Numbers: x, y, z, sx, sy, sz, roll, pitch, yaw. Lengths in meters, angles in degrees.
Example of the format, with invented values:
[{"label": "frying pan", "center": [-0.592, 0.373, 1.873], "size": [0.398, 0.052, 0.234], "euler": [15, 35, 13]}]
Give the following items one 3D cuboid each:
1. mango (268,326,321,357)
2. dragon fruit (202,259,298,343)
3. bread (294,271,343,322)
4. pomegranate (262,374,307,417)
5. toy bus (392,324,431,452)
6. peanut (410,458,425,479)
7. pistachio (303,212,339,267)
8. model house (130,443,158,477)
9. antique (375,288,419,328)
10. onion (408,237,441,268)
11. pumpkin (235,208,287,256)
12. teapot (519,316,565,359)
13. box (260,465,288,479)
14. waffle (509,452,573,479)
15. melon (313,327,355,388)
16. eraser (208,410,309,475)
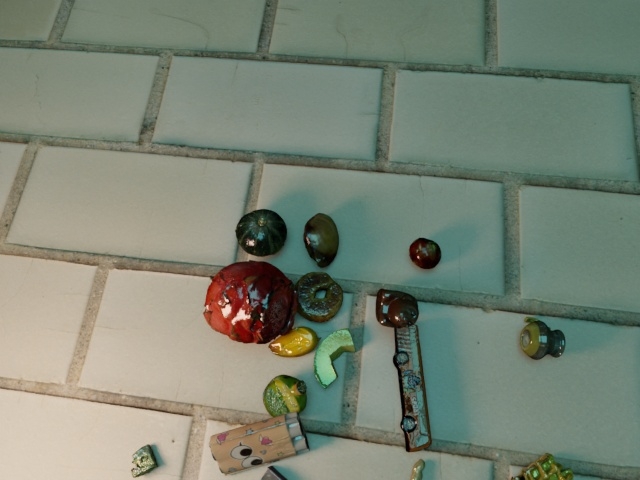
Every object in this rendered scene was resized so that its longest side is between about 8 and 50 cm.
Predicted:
[{"label": "mango", "center": [-0.089, 0.357, 1.927], "size": [0.187, 0.066, 0.101], "euler": [-18, 76, 3]}, {"label": "dragon fruit", "center": [-0.237, 0.212, 1.872], "size": [0.302, 0.295, 0.295], "euler": [-6, 67, 24]}, {"label": "bread", "center": [-0.011, 0.204, 1.983], "size": [0.193, 0.064, 0.193], "euler": [0, 65, 0]}, {"label": "pomegranate", "center": [-0.103, 0.507, 1.834], "size": [0.169, 0.122, 0.143], "euler": [-42, 79, 18]}, {"label": "toy bus", "center": [0.297, 0.482, 1.831], "size": [0.092, 0.093, 0.408], "euler": [-4, 70, 0]}, {"label": "peanut", "center": [0.308, 0.737, 1.759], "size": [0.037, 0.037, 0.083], "euler": [19, 74, 12]}, {"label": "pistachio", "center": [0.000, 0.000, 2.031], "size": [0.165, 0.130, 0.210], "euler": [13, 64, -33]}, {"label": "model house", "center": [-0.589, 0.726, 1.823], "size": [0.079, 0.066, 0.083], "euler": [-27, 68, -8]}, {"label": "antique", "center": [0.261, 0.228, 1.853], "size": [0.143, 0.257, 0.121], "euler": [8, 88, 3]}, {"label": "onion", "center": [0.376, 0.051, 1.983], "size": [0.117, 0.118, 0.118], "euler": [1, 68, -11]}, {"label": "pumpkin", "center": [-0.216, -0.028, 2.042], "size": [0.190, 0.146, 0.190], "euler": [-2, 66, 4]}, {"label": "teapot", "center": [0.737, 0.323, 1.850], "size": [0.119, 0.130, 0.165], "euler": [11, 37, -7]}, {"label": "box", "center": [-0.150, 0.776, 1.774], "size": [0.085, 0.060, 0.063], "euler": [36, 84, 16]}, {"label": "waffle", "center": [0.650, 0.801, 1.691], "size": [0.283, 0.065, 0.309], "euler": [14, 69, 9]}, {"label": "melon", "center": [0.045, 0.398, 1.902], "size": [0.118, 0.064, 0.209], "euler": [38, 74, 18]}, {"label": "eraser", "center": [-0.195, 0.649, 1.778], "size": [0.291, 0.171, 0.087], "euler": [-16, 35, -1]}]
